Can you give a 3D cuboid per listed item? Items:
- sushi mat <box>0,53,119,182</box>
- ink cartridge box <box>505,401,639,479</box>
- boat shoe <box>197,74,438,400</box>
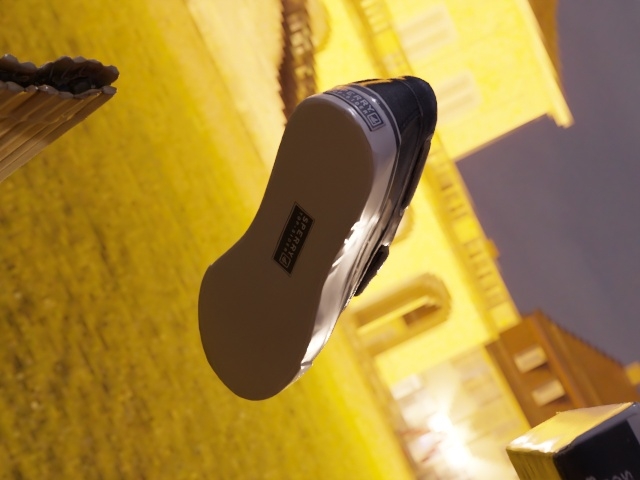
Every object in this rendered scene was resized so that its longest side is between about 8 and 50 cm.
[{"bbox_3d":[-0.211,-0.003,0.532,0.316,0.151,0.019,-28,-115,48],"label":"sushi mat"},{"bbox_3d":[0.210,0.245,0.883,0.304,0.072,0.307,61,-4,8],"label":"ink cartridge box"},{"bbox_3d":[0.000,0.000,1.074,0.108,0.102,0.301,44,-46,22],"label":"boat shoe"}]
